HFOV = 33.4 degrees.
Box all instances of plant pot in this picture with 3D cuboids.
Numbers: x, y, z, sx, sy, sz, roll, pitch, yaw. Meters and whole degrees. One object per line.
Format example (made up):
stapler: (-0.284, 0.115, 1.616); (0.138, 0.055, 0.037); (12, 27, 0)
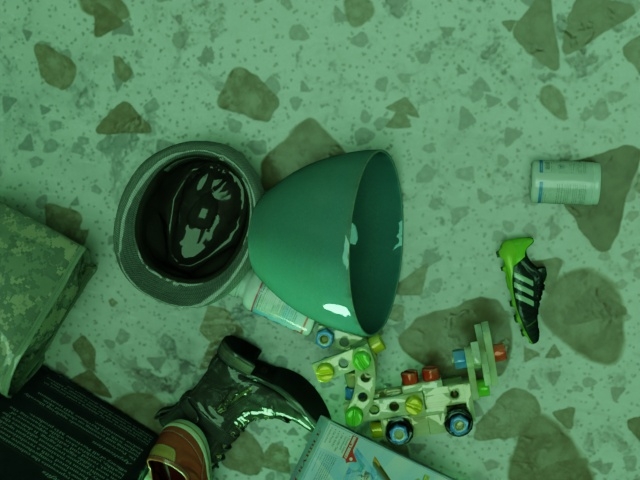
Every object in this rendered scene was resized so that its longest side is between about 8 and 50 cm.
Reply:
plant pot: (0.000, 0.000, 1.688); (0.195, 0.290, 0.290); (3, 100, 20)

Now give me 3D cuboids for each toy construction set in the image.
toy construction set: (0.156, 0.226, 1.770); (0.327, 0.151, 0.215); (-8, 98, 21)

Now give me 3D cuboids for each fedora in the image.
fedora: (-0.208, -0.030, 1.780); (0.243, 0.124, 0.276); (18, 92, 3)

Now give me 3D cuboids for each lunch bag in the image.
lunch bag: (-0.550, 0.097, 1.792); (0.235, 0.169, 0.287); (28, 73, 3)

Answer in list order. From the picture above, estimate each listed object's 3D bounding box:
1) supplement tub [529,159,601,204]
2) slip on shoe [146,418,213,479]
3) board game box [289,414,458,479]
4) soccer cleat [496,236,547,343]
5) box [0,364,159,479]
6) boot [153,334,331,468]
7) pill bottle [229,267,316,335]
supplement tub: (0.391, -0.093, 1.709); (0.107, 0.071, 0.071); (4, 100, 8)
slip on shoe: (-0.232, 0.472, 1.856); (0.123, 0.101, 0.331); (5, 118, 29)
board game box: (0.073, 0.501, 1.777); (0.318, 0.066, 0.319); (28, 85, -13)
soccer cleat: (0.342, 0.082, 1.753); (0.072, 0.060, 0.179); (-15, 94, 9)
box: (-0.540, 0.525, 1.751); (0.297, 0.472, 0.480); (31, 103, 3)
boot: (-0.135, 0.312, 1.860); (0.263, 0.091, 0.229); (36, 108, 5)
pill bottle: (-0.075, 0.092, 1.802); (0.160, 0.087, 0.087); (24, 102, 4)
